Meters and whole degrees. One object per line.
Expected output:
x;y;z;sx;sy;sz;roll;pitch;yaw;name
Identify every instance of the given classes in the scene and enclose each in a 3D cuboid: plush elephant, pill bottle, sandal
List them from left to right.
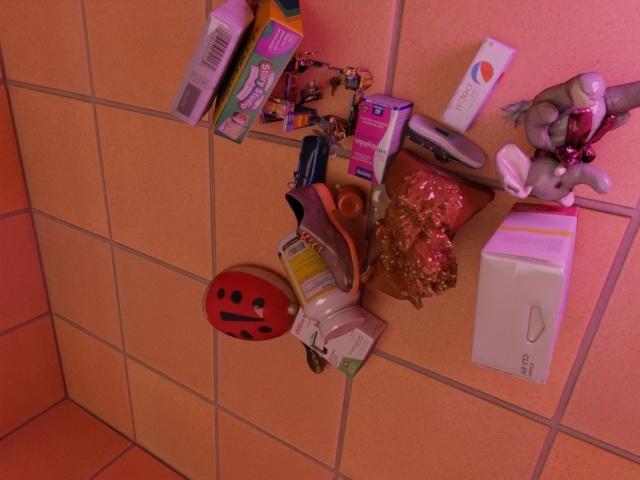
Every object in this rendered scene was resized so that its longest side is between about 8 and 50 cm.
-0.025;0.408;1.744;0.072;0.049;0.180;-30;77;32;sandal
0.006;0.130;1.459;0.188;0.188;0.333;-43;62;37;pill bottle
0.533;-0.196;1.012;0.330;0.272;0.255;6;100;61;plush elephant

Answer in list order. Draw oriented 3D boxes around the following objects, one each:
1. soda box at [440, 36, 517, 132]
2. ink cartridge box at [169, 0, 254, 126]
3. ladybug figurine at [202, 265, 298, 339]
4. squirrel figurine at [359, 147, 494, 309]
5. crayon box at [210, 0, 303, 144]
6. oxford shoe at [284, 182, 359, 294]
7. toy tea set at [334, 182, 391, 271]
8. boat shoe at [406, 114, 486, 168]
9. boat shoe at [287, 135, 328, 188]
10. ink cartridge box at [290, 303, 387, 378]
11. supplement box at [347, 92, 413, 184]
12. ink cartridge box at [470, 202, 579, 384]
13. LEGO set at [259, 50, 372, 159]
0.387;-0.380;1.143;0.074;0.069;0.216;36;125;15;soda box
-0.275;-0.540;1.341;0.091;0.384;0.308;31;127;-11;ink cartridge box
-0.285;0.254;1.771;0.450;0.162;0.304;-5;106;34;ladybug figurine
0.232;0.000;1.185;0.281;0.397;0.370;27;111;8;squirrel figurine
-0.186;-0.505;1.314;0.106;0.313;0.363;21;129;-24;crayon box
0.000;0.000;1.344;0.363;0.133;0.130;66;150;25;oxford shoe
0.145;-0.031;1.437;0.200;0.124;0.335;-1;107;2;toy tea set
0.326;-0.247;1.236;0.229;0.080;0.076;33;141;14;boat shoe
-0.040;-0.205;1.483;0.089;0.109;0.258;24;104;31;boat shoe
0.056;0.303;1.600;0.278;0.117;0.201;33;123;18;ink cartridge box
0.165;-0.283;1.298;0.111;0.114;0.219;22;121;23;supplement box
0.482;0.095;1.076;0.161;0.385;0.278;10;113;30;ink cartridge box
-0.031;-0.405;1.322;0.332;0.192;0.254;31;123;19;LEGO set
